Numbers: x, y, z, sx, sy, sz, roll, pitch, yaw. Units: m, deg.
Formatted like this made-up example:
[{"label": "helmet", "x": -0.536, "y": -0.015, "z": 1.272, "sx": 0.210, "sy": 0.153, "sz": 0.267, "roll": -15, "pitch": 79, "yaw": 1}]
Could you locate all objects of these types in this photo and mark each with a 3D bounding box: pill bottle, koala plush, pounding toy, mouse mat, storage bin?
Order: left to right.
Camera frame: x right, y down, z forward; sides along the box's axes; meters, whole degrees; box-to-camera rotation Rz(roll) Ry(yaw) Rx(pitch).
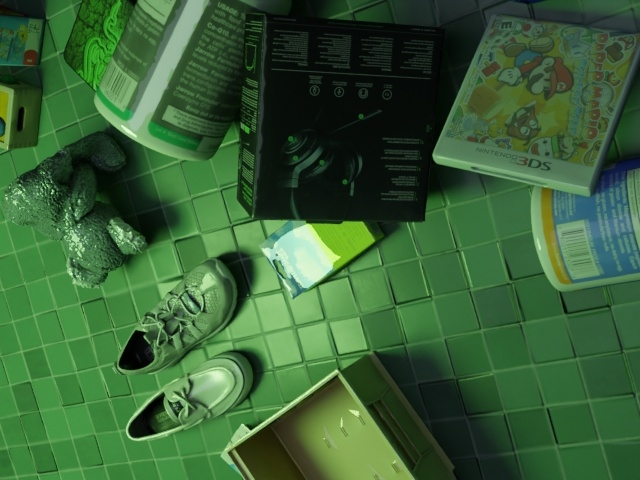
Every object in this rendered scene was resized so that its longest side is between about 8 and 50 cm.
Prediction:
[{"label": "pounding toy", "x": -0.586, "y": -0.248, "z": 1.599, "sx": 0.130, "sy": 0.100, "sz": 0.141, "roll": 19, "pitch": 109, "yaw": 23}, {"label": "koala plush", "x": -0.405, "y": -0.034, "z": 1.511, "sx": 0.196, "sy": 0.203, "sz": 0.221, "roll": -32, "pitch": 96, "yaw": 30}, {"label": "mouse mat", "x": -0.361, "y": -0.335, "z": 1.496, "sx": 0.152, "sy": 0.007, "sz": 0.190, "roll": 44, "pitch": 127, "yaw": 16}, {"label": "pill bottle", "x": -0.168, "y": -0.315, "z": 1.297, "sx": 0.204, "sy": 0.204, "sz": 0.361, "roll": 37, "pitch": 109, "yaw": 17}, {"label": "storage bin", "x": 0.037, "y": 0.352, "z": 1.379, "sx": 0.262, "sy": 0.123, "sz": 0.260, "roll": -40, "pitch": 81, "yaw": 28}, {"label": "pill bottle", "x": 0.409, "y": -0.030, "z": 1.087, "sx": 0.272, "sy": 0.152, "sz": 0.152, "roll": -12, "pitch": 94, "yaw": 29}]

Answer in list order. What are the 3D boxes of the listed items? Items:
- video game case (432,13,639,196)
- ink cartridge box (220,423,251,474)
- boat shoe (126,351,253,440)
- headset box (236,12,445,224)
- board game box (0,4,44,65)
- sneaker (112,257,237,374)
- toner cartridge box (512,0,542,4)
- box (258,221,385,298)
[{"label": "video game case", "x": 0.275, "y": -0.178, "z": 1.124, "sx": 0.206, "sy": 0.026, "sz": 0.227, "roll": 16, "pitch": 72, "yaw": 28}, {"label": "ink cartridge box", "x": -0.129, "y": 0.350, "z": 1.520, "sx": 0.048, "sy": 0.028, "sz": 0.083, "roll": 40, "pitch": 116, "yaw": 15}, {"label": "boat shoe", "x": -0.230, "y": 0.274, "z": 1.524, "sx": 0.267, "sy": 0.088, "sz": 0.096, "roll": -28, "pitch": 87, "yaw": 30}, {"label": "headset box", "x": 0.021, "y": -0.156, "z": 1.210, "sx": 0.246, "sy": 0.131, "sz": 0.283, "roll": 0, "pitch": 104, "yaw": -15}, {"label": "board game box", "x": -0.691, "y": -0.379, "z": 1.510, "sx": 0.301, "sy": 0.308, "sz": 0.086, "roll": 21, "pitch": 108, "yaw": 22}, {"label": "sneaker", "x": -0.241, "y": 0.144, "z": 1.487, "sx": 0.105, "sy": 0.115, "sz": 0.281, "roll": 47, "pitch": 117, "yaw": 12}, {"label": "toner cartridge box", "x": 0.382, "y": -0.352, "z": 1.028, "sx": 0.347, "sy": 0.165, "sz": 0.075, "roll": -7, "pitch": 96, "yaw": 28}, {"label": "box", "x": 0.000, "y": 0.000, "z": 1.372, "sx": 0.178, "sy": 0.042, "sz": 0.109, "roll": -37, "pitch": 81, "yaw": 29}]
